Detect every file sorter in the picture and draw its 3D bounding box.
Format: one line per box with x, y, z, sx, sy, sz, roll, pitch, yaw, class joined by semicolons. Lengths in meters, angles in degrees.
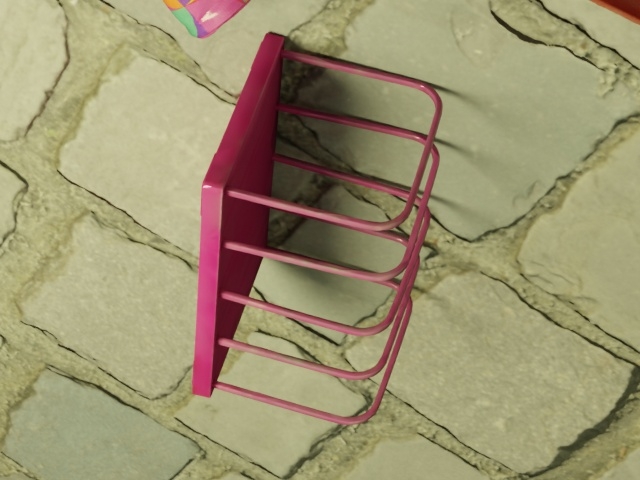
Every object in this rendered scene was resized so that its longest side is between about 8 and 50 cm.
0.000;0.000;1.806;0.182;0.202;0.290;14;138;7;file sorter

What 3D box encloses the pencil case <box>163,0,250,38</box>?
-0.148;-0.281;1.657;0.104;0.104;0.236;-23;119;40;pencil case

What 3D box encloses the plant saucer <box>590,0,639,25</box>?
0.227;-0.292;1.470;0.258;0.047;0.259;23;142;-20;plant saucer
